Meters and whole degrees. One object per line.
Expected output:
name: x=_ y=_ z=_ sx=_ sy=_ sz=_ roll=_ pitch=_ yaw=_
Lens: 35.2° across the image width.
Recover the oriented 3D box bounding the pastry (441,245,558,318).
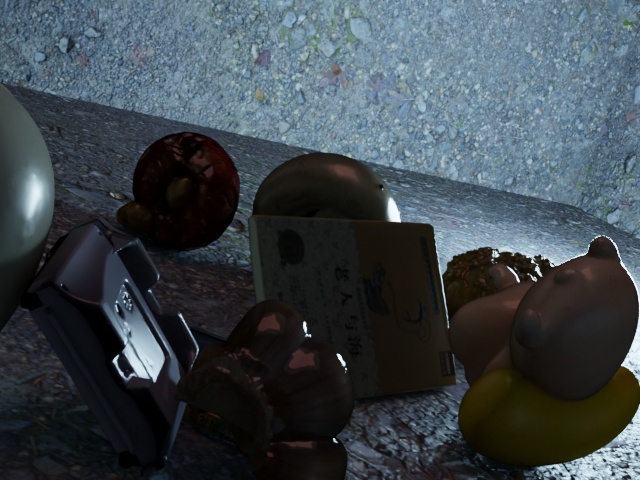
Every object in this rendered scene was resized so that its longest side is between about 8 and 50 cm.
pastry: x=0.389 y=0.102 z=2.008 sx=0.311 sy=0.161 sz=0.255 roll=13 pitch=12 yaw=-19

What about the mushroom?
mushroom: x=0.000 y=0.000 z=1.854 sx=0.293 sy=0.292 sz=0.290 roll=16 pitch=42 yaw=0

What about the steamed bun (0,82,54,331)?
steamed bun: x=-0.443 y=-0.014 z=1.030 sx=0.334 sy=0.373 sz=0.334 roll=32 pitch=1 yaw=-1

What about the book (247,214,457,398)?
book: x=0.056 y=0.098 z=1.480 sx=0.389 sy=0.268 sz=0.032 roll=0 pitch=-12 yaw=-45

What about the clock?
clock: x=-0.214 y=0.110 z=1.100 sx=0.083 sy=0.253 sz=0.186 roll=-21 pitch=21 yaw=12

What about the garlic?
garlic: x=-0.036 y=0.173 z=1.096 sx=0.214 sy=0.160 sz=0.191 roll=42 pitch=10 yaw=6

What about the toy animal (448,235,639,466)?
toy animal: x=0.274 y=0.148 z=1.392 sx=0.278 sy=0.345 sz=0.247 roll=-23 pitch=39 yaw=-14

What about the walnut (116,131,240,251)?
walnut: x=-0.271 y=-0.084 z=1.947 sx=0.221 sy=0.244 sz=0.269 roll=56 pitch=8 yaw=-1

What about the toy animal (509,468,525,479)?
toy animal: x=0.259 y=0.320 z=1.183 sx=0.220 sy=0.069 sz=0.086 roll=4 pitch=38 yaw=-24

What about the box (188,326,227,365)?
box: x=-0.147 y=0.165 z=1.319 sx=0.099 sy=0.074 sz=0.054 roll=19 pitch=24 yaw=13

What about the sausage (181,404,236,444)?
sausage: x=-0.125 y=0.218 z=1.208 sx=0.223 sy=0.029 sz=0.029 roll=20 pitch=14 yaw=17
